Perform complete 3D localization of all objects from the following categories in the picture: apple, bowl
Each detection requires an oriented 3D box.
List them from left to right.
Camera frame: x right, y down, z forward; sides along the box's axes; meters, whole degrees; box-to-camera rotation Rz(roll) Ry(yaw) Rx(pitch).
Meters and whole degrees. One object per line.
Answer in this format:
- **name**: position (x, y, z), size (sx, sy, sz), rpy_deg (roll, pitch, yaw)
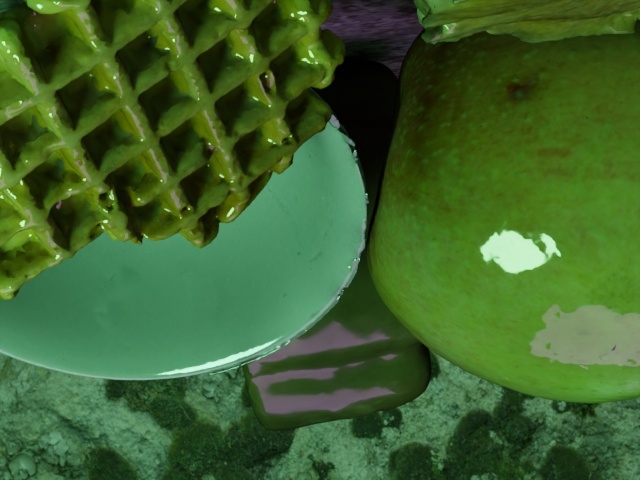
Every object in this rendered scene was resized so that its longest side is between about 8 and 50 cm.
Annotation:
- **bowl**: position (-0.140, -0.061, 0.923), size (0.346, 0.345, 0.157), rpy_deg (-5, -136, 2)
- **apple**: position (0.174, -0.042, 0.890), size (0.277, 0.319, 0.319), rpy_deg (5, 179, -8)

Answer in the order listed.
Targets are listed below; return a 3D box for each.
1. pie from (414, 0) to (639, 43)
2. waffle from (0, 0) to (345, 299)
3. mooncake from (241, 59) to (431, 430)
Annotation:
- **pie**: position (0.187, -0.153, 0.604), size (0.340, 0.083, 0.339), rpy_deg (-7, 178, 0)
- **waffle**: position (-0.100, -0.065, 0.710), size (0.253, 0.249, 0.056), rpy_deg (13, -152, -52)
- **mooncake**: position (0.000, 0.000, 1.281), size (0.201, 0.378, 0.378), rpy_deg (-10, 180, -2)
